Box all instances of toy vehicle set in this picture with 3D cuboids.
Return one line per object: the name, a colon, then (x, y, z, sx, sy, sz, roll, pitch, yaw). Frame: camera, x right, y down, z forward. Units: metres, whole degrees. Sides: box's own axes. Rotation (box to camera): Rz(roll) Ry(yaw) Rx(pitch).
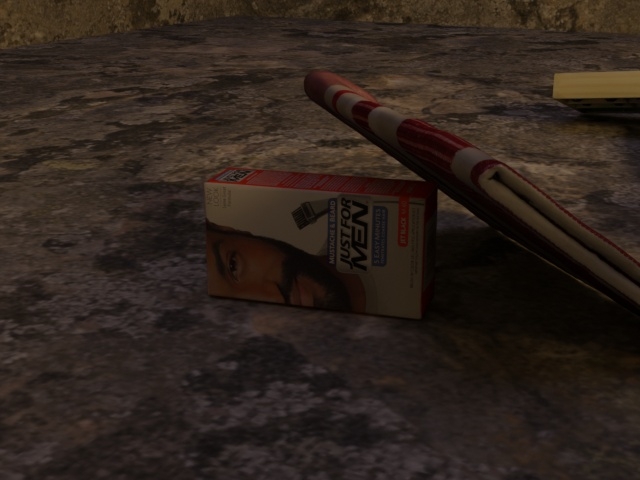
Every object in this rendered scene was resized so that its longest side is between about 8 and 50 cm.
toy vehicle set: (0.470, -0.202, 1.317, 0.267, 0.035, 0.166, 4, 1, 30)

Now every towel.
towel: (0.129, -0.036, 0.718, 0.237, 0.037, 0.329, 31, 5, -25)

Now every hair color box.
hair color box: (0.000, 0.000, 0.723, 0.167, 0.093, 0.053, 5, 18, 17)
